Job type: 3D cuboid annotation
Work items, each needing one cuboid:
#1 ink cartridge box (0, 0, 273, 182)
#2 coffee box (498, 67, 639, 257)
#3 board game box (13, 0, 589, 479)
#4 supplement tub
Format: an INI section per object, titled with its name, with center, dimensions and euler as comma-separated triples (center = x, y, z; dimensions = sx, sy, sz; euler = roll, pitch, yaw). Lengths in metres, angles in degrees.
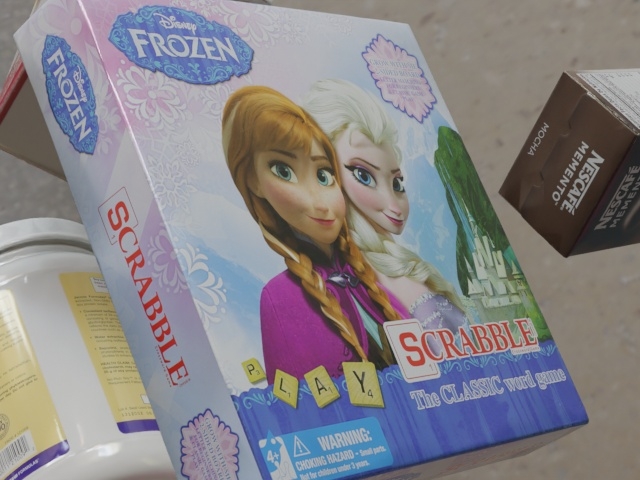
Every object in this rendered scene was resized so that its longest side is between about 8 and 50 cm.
[ink cartridge box]
center = -0.163, -0.266, 1.406
dimensions = 0.160, 0.384, 0.279
euler = 25, 127, -17
[coffee box]
center = 0.361, -0.093, 1.625
dimensions = 0.119, 0.297, 0.168
euler = 48, 129, 32
[board game box]
center = 0.000, 0.000, 0.910
dimensions = 0.066, 0.319, 0.318
euler = -35, 70, 36
[supplement tub]
center = -0.257, 0.164, 1.470
dimensions = 0.241, 0.241, 0.331
euler = -56, 46, 33
